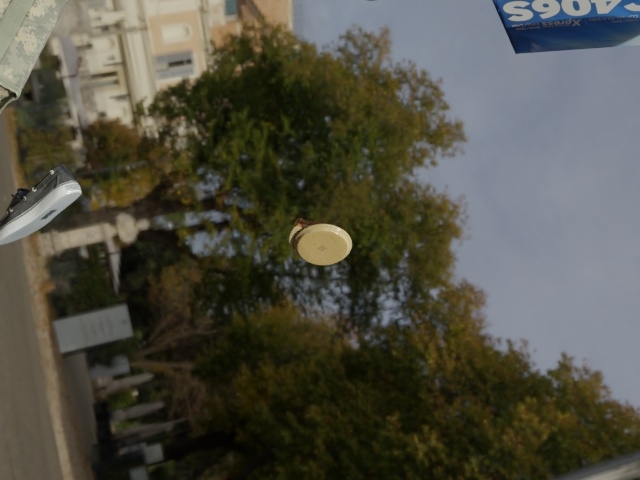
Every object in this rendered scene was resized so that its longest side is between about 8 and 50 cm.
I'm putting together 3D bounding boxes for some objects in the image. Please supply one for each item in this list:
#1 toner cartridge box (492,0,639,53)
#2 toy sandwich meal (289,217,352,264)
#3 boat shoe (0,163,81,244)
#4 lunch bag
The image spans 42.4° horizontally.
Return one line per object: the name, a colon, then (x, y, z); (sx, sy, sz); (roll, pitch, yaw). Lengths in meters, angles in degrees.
toner cartridge box: (0.440, -0.354, 1.198); (0.165, 0.347, 0.075); (34, 62, -58)
toy sandwich meal: (0.000, 0.000, 1.097); (0.086, 0.085, 0.029); (93, -2, -46)
boat shoe: (-0.551, -0.070, 1.566); (0.228, 0.080, 0.076); (-31, -97, 28)
lunch bag: (-0.554, -0.340, 1.208); (0.169, 0.287, 0.235); (-30, -143, 41)
